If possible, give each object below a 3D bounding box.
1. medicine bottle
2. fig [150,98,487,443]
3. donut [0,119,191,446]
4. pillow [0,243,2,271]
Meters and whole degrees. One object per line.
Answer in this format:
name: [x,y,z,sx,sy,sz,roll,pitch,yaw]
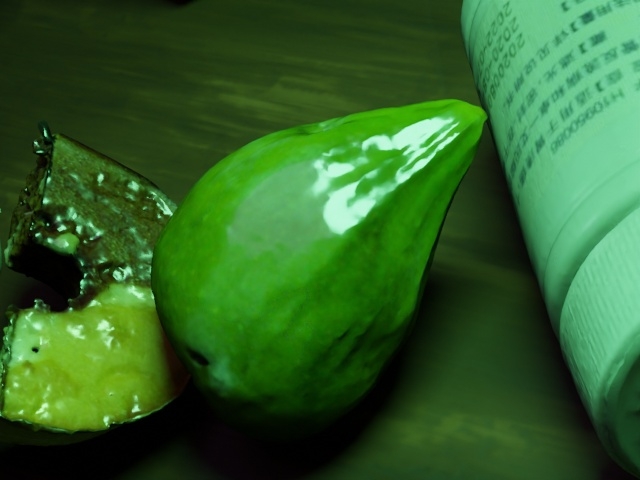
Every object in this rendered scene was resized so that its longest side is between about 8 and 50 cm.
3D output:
medicine bottle: [0.203,-0.037,1.142,0.190,0.190,0.332,-21,46,9]
fig: [-0.014,0.008,1.200,0.167,0.233,0.167,16,33,-11]
donut: [-0.153,0.051,1.292,0.085,0.141,0.217,-48,26,49]
pillow: [-0.252,0.068,1.293,0.051,0.229,0.128,22,63,-12]
